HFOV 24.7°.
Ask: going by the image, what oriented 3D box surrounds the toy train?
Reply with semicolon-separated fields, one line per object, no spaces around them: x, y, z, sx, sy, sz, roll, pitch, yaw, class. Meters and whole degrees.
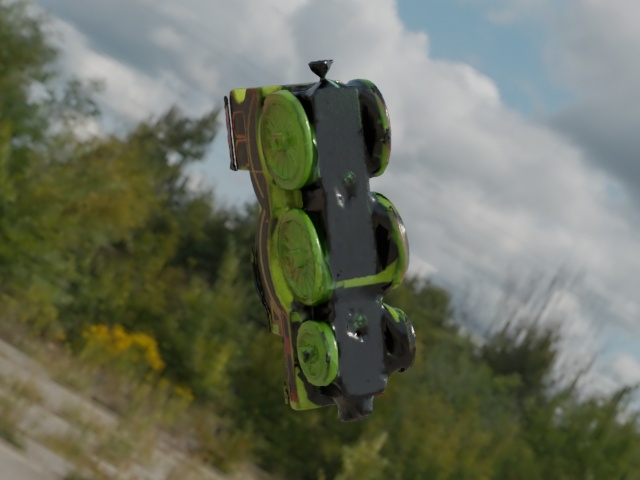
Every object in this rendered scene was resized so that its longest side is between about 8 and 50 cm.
0.000;0.000;1.224;0.100;0.296;0.160;-8;6;-27;toy train
